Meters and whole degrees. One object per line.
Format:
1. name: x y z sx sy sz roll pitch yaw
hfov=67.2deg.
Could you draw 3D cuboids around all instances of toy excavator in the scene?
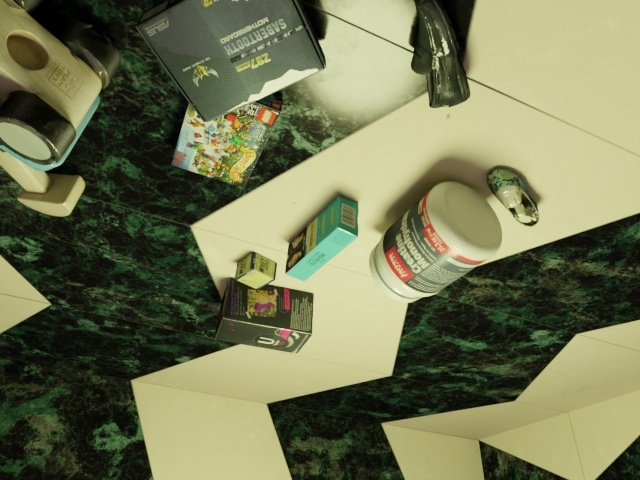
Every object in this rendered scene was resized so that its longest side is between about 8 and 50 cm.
1. toy excavator: -0.546 -0.218 0.861 0.445 0.222 0.433 -6 146 35

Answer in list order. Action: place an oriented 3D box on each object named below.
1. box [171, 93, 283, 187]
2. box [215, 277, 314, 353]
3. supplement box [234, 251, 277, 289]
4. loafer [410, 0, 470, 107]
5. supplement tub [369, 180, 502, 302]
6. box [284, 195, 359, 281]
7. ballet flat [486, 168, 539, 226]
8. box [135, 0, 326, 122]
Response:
1. box: -0.189 -0.211 0.944 0.159 0.044 0.233 17 142 -18
2. box: -0.171 0.236 1.485 0.270 0.143 0.165 13 143 -13
3. supplement box: -0.181 0.086 1.350 0.083 0.056 0.083 29 137 -32
4. loafer: 0.181 -0.296 0.771 0.078 0.076 0.223 -20 143 17
5. supplement tub: 0.253 0.012 1.100 0.191 0.191 0.272 19 141 -21
6. box: 0.000 0.000 1.180 0.060 0.100 0.244 23 140 -24
7. ballet flat: 0.429 -0.088 1.057 0.188 0.070 0.070 31 136 -33
8. box: -0.131 -0.309 0.749 0.233 0.059 0.183 -19 134 15
